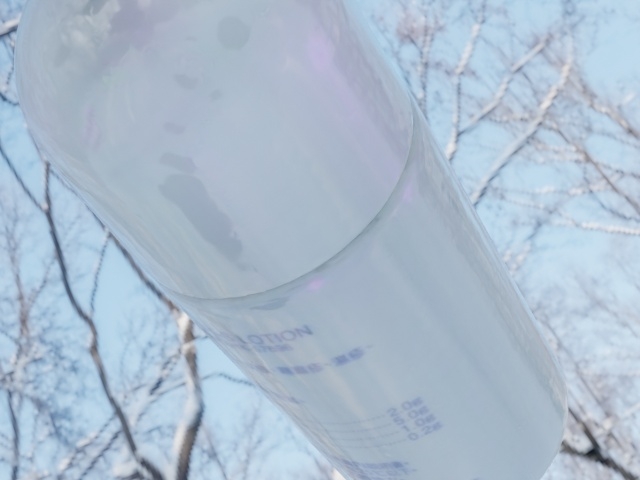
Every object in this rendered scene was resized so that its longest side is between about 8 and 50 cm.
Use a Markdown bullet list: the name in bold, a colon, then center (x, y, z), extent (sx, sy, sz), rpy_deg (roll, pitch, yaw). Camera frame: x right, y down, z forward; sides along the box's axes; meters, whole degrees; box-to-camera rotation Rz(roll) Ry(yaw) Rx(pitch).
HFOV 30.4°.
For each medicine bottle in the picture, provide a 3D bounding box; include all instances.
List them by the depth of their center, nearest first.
- **medicine bottle**: center (0.000, 0.000, 0.507), extent (0.130, 0.130, 0.341), rpy_deg (-33, -45, 4)
